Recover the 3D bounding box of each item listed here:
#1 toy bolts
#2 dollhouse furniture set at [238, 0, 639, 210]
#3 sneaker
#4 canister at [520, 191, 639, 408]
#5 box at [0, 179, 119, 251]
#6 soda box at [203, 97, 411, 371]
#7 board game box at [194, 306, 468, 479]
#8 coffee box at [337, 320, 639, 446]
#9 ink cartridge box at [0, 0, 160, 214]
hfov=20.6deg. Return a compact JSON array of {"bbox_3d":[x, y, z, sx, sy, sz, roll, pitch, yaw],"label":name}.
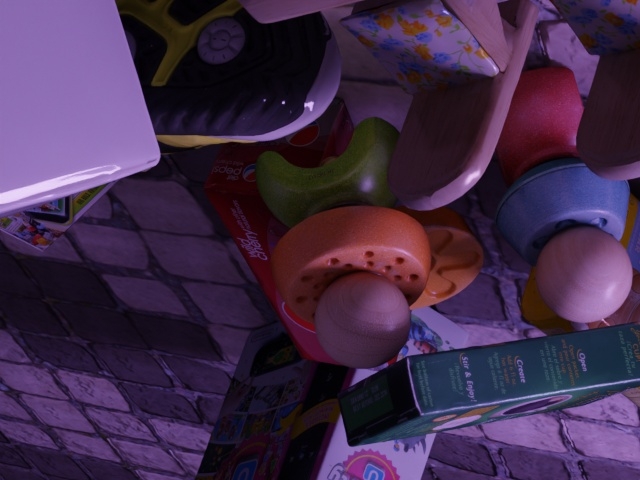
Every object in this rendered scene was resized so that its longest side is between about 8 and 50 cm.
[{"bbox_3d":[0.098,0.018,1.146,0.228,0.158,0.218,-20,144,11],"label":"toy bolts"},{"bbox_3d":[0.077,-0.152,0.797,0.394,0.256,0.362,-8,138,40],"label":"dollhouse furniture set"},{"bbox_3d":[-0.126,-0.117,1.177,0.385,0.145,0.147,9,161,42],"label":"sneaker"},{"bbox_3d":[0.229,0.049,1.240,0.170,0.126,0.073,37,151,-27],"label":"canister"},{"bbox_3d":[-0.239,-0.060,1.444,0.114,0.036,0.207,28,152,-16],"label":"box"},{"bbox_3d":[0.000,0.000,1.334,0.083,0.092,0.263,8,151,22],"label":"soda box"},{"bbox_3d":[-0.016,0.205,1.494,0.097,0.303,0.224,32,150,-23],"label":"board game box"},{"bbox_3d":[0.115,0.090,1.115,0.184,0.040,0.113,-7,167,-24],"label":"coffee box"},{"bbox_3d":[-0.304,-0.126,1.084,0.385,0.160,0.279,-14,95,47],"label":"ink cartridge box"}]
